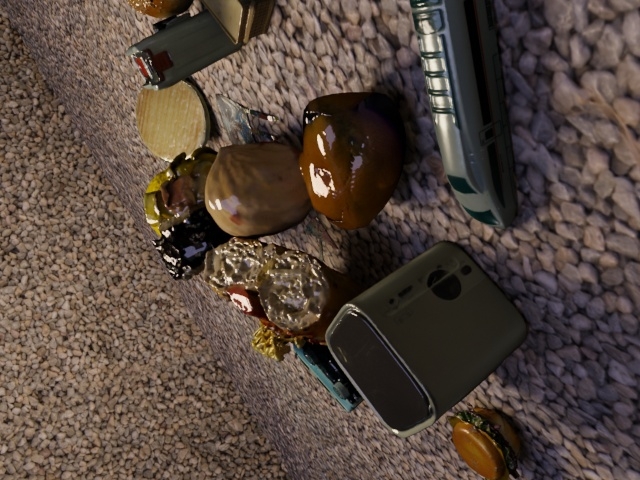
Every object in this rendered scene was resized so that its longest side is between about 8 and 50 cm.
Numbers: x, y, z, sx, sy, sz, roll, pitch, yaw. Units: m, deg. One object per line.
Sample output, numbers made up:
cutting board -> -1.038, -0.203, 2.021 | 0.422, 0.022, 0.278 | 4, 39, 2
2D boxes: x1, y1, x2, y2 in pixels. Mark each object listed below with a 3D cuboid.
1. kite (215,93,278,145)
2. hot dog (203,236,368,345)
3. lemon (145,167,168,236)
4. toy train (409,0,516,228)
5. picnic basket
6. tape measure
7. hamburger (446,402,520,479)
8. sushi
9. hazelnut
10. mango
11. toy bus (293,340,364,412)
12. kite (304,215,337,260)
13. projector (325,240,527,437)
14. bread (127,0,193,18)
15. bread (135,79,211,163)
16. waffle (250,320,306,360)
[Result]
kite -> -0.189, -0.297, 1.452 | 0.310, 0.015, 0.169 | 19, 133, 53
hot dog -> -0.035, 0.149, 1.324 | 0.367, 0.196, 0.365 | 14, 171, 40
lemon -> -0.404, -0.094, 1.764 | 0.322, 0.268, 0.268 | 43, 150, 16
toy train -> 0.212, -0.175, 0.816 | 0.086, 0.088, 0.407 | 20, 136, 51
picnic basket -> -0.173, -0.496, 1.140 | 0.164, 0.079, 0.115 | 54, 155, 9
tape measure -> -0.320, -0.436, 1.267 | 0.246, 0.243, 0.125 | 18, 136, 53
hamburger -> 0.359, 0.436, 1.211 | 0.164, 0.093, 0.190 | 30, 141, 47
sushi -> -0.306, -0.080, 1.507 | 0.285, 0.328, 0.328 | 59, 147, -2
hazelnut -> -0.143, -0.124, 1.293 | 0.241, 0.261, 0.261 | 55, 155, -13
mango -> 0.058, -0.144, 1.040 | 0.201, 0.152, 0.287 | 48, 152, 25
toy bus -> 0.038, 0.361, 1.637 | 0.271, 0.133, 0.165 | 45, 156, 19
kite -> 0.001, 0.000, 1.457 | 0.137, 0.005, 0.153 | 30, 143, 44
projector -> 0.190, 0.183, 1.059 | 0.249, 0.249, 0.248 | 52, 153, 15
bread -> -0.369, -0.610, 1.254 | 0.192, 0.171, 0.314 | 53, 154, 18
bread -> -0.430, -0.352, 1.649 | 0.267, 0.040, 0.267 | 7, 107, 25
waffle -> -0.090, 0.224, 1.606 | 0.056, 0.250, 0.261 | 38, 159, -27
